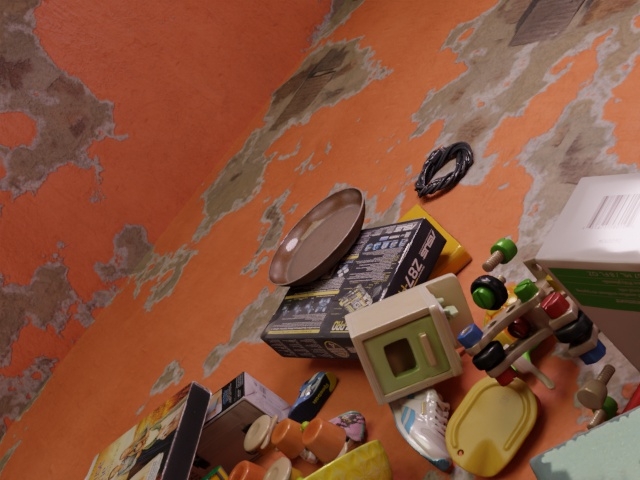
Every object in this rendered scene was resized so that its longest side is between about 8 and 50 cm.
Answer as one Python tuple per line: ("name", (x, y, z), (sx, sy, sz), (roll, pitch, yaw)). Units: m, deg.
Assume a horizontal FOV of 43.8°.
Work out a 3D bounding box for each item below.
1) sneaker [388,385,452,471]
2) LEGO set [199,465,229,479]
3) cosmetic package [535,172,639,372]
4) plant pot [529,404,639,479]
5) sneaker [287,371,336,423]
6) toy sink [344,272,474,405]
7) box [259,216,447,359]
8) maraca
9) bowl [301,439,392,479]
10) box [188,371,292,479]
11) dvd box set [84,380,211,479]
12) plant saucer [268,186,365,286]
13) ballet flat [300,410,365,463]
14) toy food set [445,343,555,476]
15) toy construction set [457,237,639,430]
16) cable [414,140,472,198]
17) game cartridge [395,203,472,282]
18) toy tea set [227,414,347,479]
("sneaker", (0.194, 0.328, 1.465), (0.092, 0.087, 0.228), (-41, 28, 8))
("LEGO set", (-0.284, 0.659, 1.692), (0.331, 0.192, 0.255), (-38, -2, 13))
("cosmetic package", (0.483, 0.080, 1.046), (0.155, 0.365, 0.197), (-55, 24, -19))
("plant pot", (0.437, 0.341, 0.905), (0.248, 0.247, 0.252), (-35, 45, 24))
("sneaker", (-0.024, 0.355, 1.803), (0.144, 0.053, 0.059), (-46, 25, -18))
("toy sink", (0.185, 0.185, 1.503), (0.234, 0.152, 0.131), (-21, 15, 1))
("box", (0.066, 0.114, 1.801), (0.395, 0.097, 0.318), (-11, 41, 53))
("maraca", (0.350, 0.162, 1.445), (0.127, 0.099, 0.185), (3, 63, 43))
("bowl", (0.024, 0.488, 1.381), (0.289, 0.289, 0.156), (-39, 70, 16))
("box", (-0.222, 0.449, 1.842), (0.290, 0.169, 0.087), (-37, 29, 18))
("dvd box set", (-0.415, 0.525, 1.752), (0.420, 0.062, 0.307), (-39, 24, 32))
("plant saucer", (0.000, 0.000, 1.922), (0.311, 0.050, 0.310), (-39, 23, 20))
("ballet flat", (0.003, 0.418, 1.655), (0.222, 0.077, 0.079), (-26, 46, 34))
("toy food set", (0.310, 0.303, 1.356), (0.128, 0.071, 0.218), (32, 81, 40))
("toy construction set", (0.405, 0.126, 1.270), (0.237, 0.309, 0.257), (-40, -22, -35))
("cable", (0.316, -0.176, 2.053), (0.184, 0.047, 0.151), (-52, 31, -15))
("game cartridge", (0.169, 0.079, 1.876), (0.324, 0.052, 0.285), (-41, 27, 3))
("toy tea set", (-0.055, 0.455, 1.592), (0.336, 0.124, 0.200), (-22, 35, 55))
